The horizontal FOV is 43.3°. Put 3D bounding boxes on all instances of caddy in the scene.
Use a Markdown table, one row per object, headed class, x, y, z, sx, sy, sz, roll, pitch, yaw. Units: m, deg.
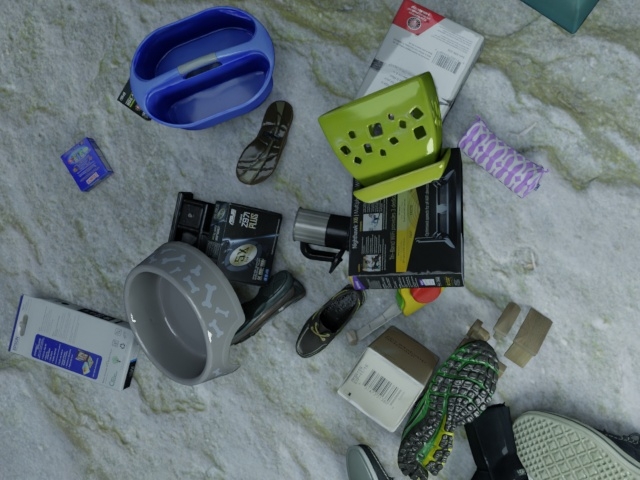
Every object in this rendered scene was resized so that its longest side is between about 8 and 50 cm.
| class | x | y | z | sx | sy | sz | roll | pitch | yaw |
| --- | --- | --- | --- | --- | --- | --- | --- | --- | --- |
| caddy | -0.268 | -0.394 | 1.866 | 0.341 | 0.179 | 0.241 | -21 | 89 | 4 |

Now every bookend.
| class | x | y | z | sx | sy | sz | roll | pitch | yaw |
| --- | --- | --- | --- | --- | --- | --- | --- | --- | --- |
| bookend | -0.278 | -0.025 | 1.961 | 0.157 | 0.072 | 0.156 | 15 | 96 | 12 |

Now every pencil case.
| class | x | y | z | sx | sy | sz | roll | pitch | yaw |
| --- | --- | --- | --- | --- | --- | --- | --- | --- | --- |
| pencil case | 0.401 | -0.181 | 1.782 | 0.206 | 0.086 | 0.088 | 39 | 106 | 9 |

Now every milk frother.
| class | x | y | z | sx | sy | sz | roll | pitch | yaw |
| --- | --- | --- | --- | --- | --- | --- | --- | --- | --- |
| milk frother | 0.000 | 0.000 | 1.859 | 0.134 | 0.143 | 0.129 | 10 | 102 | 11 |

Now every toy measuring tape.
| class | x | y | z | sx | sy | sz | roll | pitch | yaw |
| --- | --- | --- | --- | --- | --- | --- | --- | --- | --- |
| toy measuring tape | 0.173 | 0.118 | 1.833 | 0.330 | 0.121 | 0.121 | -35 | 85 | 12 |

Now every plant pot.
| class | x | y | z | sx | sy | sz | roll | pitch | yaw |
| --- | --- | --- | --- | --- | --- | --- | --- | --- | --- |
| plant pot | 0.513 | -0.560 | 1.661 | 0.165 | 0.234 | 0.165 | 37 | 100 | 9 |
| plant pot | 0.149 | -0.209 | 1.663 | 0.227 | 0.228 | 0.207 | -19 | 99 | 17 |

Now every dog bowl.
| class | x | y | z | sx | sy | sz | roll | pitch | yaw |
| --- | --- | --- | --- | --- | --- | --- | --- | --- | --- |
| dog bowl | -0.326 | 0.181 | 1.877 | 0.348 | 0.102 | 0.349 | 22 | 125 | 35 |

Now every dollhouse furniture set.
| class | x | y | z | sx | sy | sz | roll | pitch | yaw |
| --- | --- | --- | --- | --- | --- | --- | --- | --- | --- |
| dollhouse furniture set | 0.412 | 0.223 | 1.830 | 0.144 | 0.123 | 0.151 | 34 | 135 | 10 |

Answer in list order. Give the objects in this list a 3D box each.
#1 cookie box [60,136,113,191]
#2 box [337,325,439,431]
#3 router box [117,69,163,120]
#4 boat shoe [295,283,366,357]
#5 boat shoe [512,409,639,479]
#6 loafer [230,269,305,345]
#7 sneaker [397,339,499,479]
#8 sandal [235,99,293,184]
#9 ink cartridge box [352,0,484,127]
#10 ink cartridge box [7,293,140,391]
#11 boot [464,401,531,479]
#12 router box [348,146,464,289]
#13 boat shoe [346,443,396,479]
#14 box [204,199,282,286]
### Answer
| class | x | y | z | sx | sy | sz | roll | pitch | yaw |
| --- | --- | --- | --- | --- | --- | --- | --- | --- | --- |
| cookie box | -0.592 | -0.192 | 2.045 | 0.092 | 0.040 | 0.107 | -33 | 84 | 13 |
| box | 0.155 | 0.290 | 1.748 | 0.148 | 0.311 | 0.121 | 34 | 100 | 9 |
| router box | -0.434 | -0.373 | 1.999 | 0.092 | 0.038 | 0.122 | 35 | 100 | 10 |
| boat shoe | 0.015 | 0.193 | 1.902 | 0.081 | 0.068 | 0.228 | 43 | 101 | 8 |
| boat shoe | 0.648 | 0.510 | 1.726 | 0.500 | 0.156 | 0.187 | 21 | 103 | 27 |
| loafer | -0.149 | 0.185 | 1.934 | 0.267 | 0.096 | 0.084 | -41 | 123 | 13 |
| sneaker | 0.270 | 0.359 | 1.800 | 0.134 | 0.146 | 0.343 | 31 | 104 | -7 |
| sandal | -0.128 | -0.230 | 1.927 | 0.090 | 0.060 | 0.219 | 21 | 83 | 6 |
| ink cartridge box | 0.216 | -0.365 | 1.803 | 0.197 | 0.114 | 0.273 | 29 | 99 | 10 |
| ink cartridge box | -0.626 | 0.254 | 2.064 | 0.332 | 0.065 | 0.165 | 17 | 97 | 11 |
| boot | 0.367 | 0.494 | 1.817 | 0.246 | 0.094 | 0.207 | -50 | 46 | 49 |
| router box | 0.192 | -0.048 | 1.777 | 0.243 | 0.081 | 0.309 | -2 | 65 | 14 |
| boat shoe | 0.152 | 0.609 | 1.881 | 0.114 | 0.091 | 0.303 | -21 | 88 | 58 |
| box | -0.184 | 0.008 | 1.890 | 0.077 | 0.147 | 0.180 | 13 | 90 | 56 |
